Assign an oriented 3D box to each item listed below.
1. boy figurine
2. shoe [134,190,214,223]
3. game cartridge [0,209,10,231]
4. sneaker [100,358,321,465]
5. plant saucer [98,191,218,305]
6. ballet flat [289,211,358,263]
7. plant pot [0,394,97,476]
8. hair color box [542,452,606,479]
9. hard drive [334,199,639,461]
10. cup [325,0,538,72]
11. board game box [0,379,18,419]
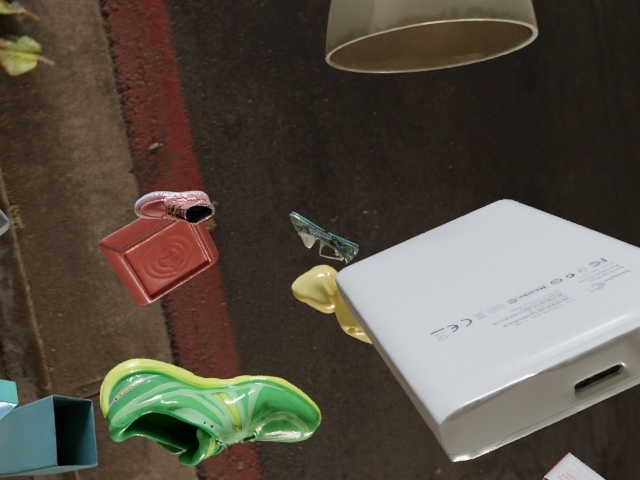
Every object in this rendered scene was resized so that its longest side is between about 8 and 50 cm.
[{"bbox_3d":[0.090,0.109,1.167,0.092,0.286,0.177,-49,140,-55],"label":"boy figurine"},{"bbox_3d":[-0.341,-0.075,1.562,0.178,0.081,0.063,-8,117,-23],"label":"shoe"},{"bbox_3d":[-0.543,0.078,0.817,0.355,0.230,0.068,-45,111,-19],"label":"game cartridge"},{"bbox_3d":[-0.141,0.241,0.874,0.296,0.109,0.123,12,38,-21],"label":"sneaker"},{"bbox_3d":[-0.401,0.036,1.722,0.259,0.048,0.258,-32,138,-15],"label":"plant saucer"},{"bbox_3d":[0.000,0.000,1.579,0.189,0.070,0.070,27,68,-8],"label":"ballet flat"},{"bbox_3d":[-0.695,0.489,1.614,0.165,0.235,0.165,48,27,-66],"label":"plant pot"},{"bbox_3d":[0.372,0.370,0.989,0.141,0.072,0.043,4,118,-56],"label":"hair color box"},{"bbox_3d":[0.158,0.051,0.619,0.233,0.353,0.047,-23,106,-4],"label":"hard drive"},{"bbox_3d":[0.161,-0.416,1.049,0.331,0.331,0.236,-9,94,-42],"label":"cup"},{"bbox_3d":[-0.597,0.255,0.998,0.210,0.160,0.047,31,23,-50],"label":"board game box"}]
